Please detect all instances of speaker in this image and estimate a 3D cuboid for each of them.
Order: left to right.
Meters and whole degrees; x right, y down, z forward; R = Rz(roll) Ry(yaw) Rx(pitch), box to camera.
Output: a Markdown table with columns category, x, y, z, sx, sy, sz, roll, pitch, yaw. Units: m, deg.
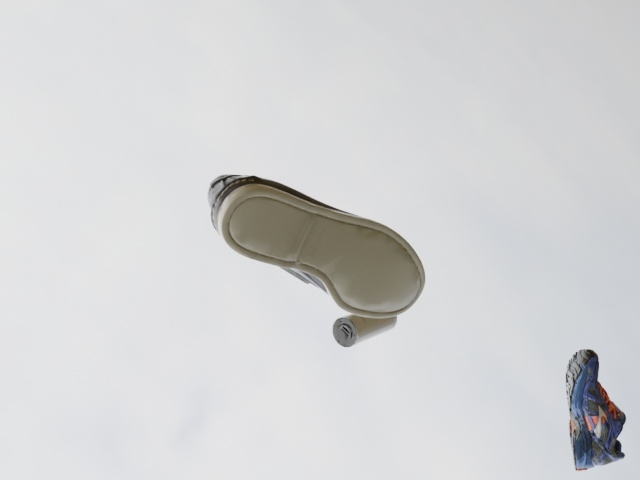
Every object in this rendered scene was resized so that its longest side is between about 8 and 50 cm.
| category | x | y | z | sx | sy | sz | roll | pitch | yaw |
| --- | --- | --- | --- | --- | --- | --- | --- | --- | --- |
| speaker | 0.079 | 0.148 | 1.482 | 0.136 | 0.055 | 0.055 | -13 | -116 | -54 |

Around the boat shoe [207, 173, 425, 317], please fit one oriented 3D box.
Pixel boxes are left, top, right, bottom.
| category | x | y | z | sx | sy | sz | roll | pitch | yaw |
| --- | --- | --- | --- | --- | --- | --- | --- | --- | --- |
| boat shoe | 0.000 | 0.000 | 0.652 | 0.206 | 0.075 | 0.065 | 25 | -170 | -36 |

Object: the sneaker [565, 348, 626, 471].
| category | x | y | z | sx | sy | sz | roll | pitch | yaw |
| --- | --- | --- | --- | --- | --- | --- | --- | --- | --- |
| sneaker | 0.434 | 0.263 | 1.315 | 0.083 | 0.087 | 0.221 | -74 | -25 | -60 |
